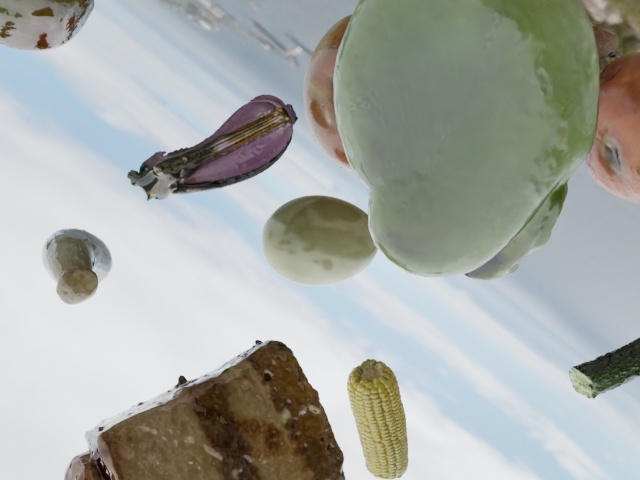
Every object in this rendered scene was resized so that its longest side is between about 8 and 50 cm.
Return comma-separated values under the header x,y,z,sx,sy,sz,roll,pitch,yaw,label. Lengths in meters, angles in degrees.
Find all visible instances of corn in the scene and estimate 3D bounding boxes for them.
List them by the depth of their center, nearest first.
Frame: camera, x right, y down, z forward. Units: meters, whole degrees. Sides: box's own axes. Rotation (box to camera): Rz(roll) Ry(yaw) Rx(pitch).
x,y,z,sx,sy,sz,roll,pitch,yaw,label
0.108,0.325,1.442,0.093,0.093,0.244,44,153,56,corn

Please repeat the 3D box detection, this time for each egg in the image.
x,y,z,sx,sy,sz,roll,pitch,yaw,label
0.000,0.000,1.629,0.241,0.186,0.186,-2,-173,-2,egg

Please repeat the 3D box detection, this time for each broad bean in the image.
x,y,z,sx,sy,sz,roll,pitch,yaw,label
0.092,-0.076,0.509,0.100,0.169,0.228,-55,-48,-53,broad bean

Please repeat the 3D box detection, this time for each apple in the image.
x,y,z,sx,sy,sz,roll,pitch,yaw,label
0.126,-0.295,1.631,0.338,0.338,0.305,38,-168,3,apple

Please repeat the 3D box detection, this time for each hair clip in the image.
x,y,z,sx,sy,sz,roll,pitch,yaw,label
-0.178,-0.164,1.475,0.110,0.358,0.096,39,140,28,hair clip

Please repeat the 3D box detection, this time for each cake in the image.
x,y,z,sx,sy,sz,roll,pitch,yaw,label
-0.143,0.247,0.871,0.196,0.293,0.198,68,159,2,cake

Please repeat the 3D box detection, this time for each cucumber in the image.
x,y,z,sx,sy,sz,roll,pitch,yaw,label
0.463,0.177,1.193,0.058,0.187,0.058,157,90,-79,cucumber

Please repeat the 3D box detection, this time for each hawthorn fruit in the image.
x,y,z,sx,sy,sz,roll,pitch,yaw,label
0.267,-0.106,0.768,0.285,0.165,0.165,5,162,37,hawthorn fruit

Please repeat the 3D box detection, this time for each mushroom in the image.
x,y,z,sx,sy,sz,roll,pitch,yaw,label
-0.402,0.037,1.301,0.118,0.103,0.270,56,175,-8,mushroom

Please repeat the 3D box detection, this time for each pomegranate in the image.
x,y,z,sx,sy,sz,roll,pitch,yaw,label
-0.362,-0.315,0.923,0.209,0.180,0.180,15,-169,-16,pomegranate

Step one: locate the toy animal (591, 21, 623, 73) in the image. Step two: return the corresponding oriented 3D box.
x,y,z,sx,sy,sz,roll,pitch,yaw,label
0.260,-0.252,0.954,0.312,0.157,0.097,41,150,26,toy animal
